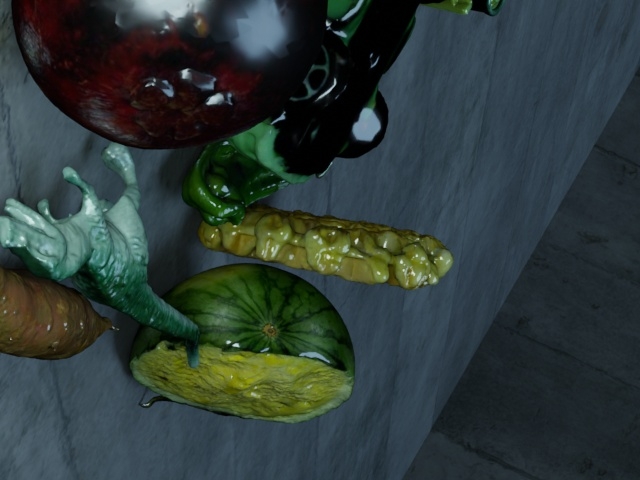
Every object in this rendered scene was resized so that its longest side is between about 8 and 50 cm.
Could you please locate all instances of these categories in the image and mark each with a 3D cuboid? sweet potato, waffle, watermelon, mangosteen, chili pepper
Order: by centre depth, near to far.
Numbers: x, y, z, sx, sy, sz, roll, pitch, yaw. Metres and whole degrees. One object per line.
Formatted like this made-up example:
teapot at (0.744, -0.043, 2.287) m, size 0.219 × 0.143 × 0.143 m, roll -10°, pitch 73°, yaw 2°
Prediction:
mangosteen at (-0.095, -0.156, 1.123) m, size 0.210 × 0.210 × 0.210 m, roll -58°, pitch 164°, yaw -26°
sweet potato at (-0.202, 0.059, 1.317) m, size 0.066 × 0.072 × 0.314 m, roll -37°, pitch 165°, yaw 4°
chili pepper at (-0.051, -0.076, 1.607) m, size 0.074 × 0.100 × 0.257 m, roll -23°, pitch -172°, yaw 37°
watermelon at (-0.069, 0.089, 1.645) m, size 0.232 × 0.204 × 0.127 m, roll 93°, pitch 1°, yaw -69°
waffle at (0.000, 0.001, 1.720) m, size 0.253 × 0.249 × 0.056 m, roll -152°, pitch -108°, yaw -74°

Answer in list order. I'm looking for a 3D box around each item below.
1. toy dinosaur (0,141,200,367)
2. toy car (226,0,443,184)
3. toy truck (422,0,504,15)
toy dinosaur at (-0.146, 0.001, 1.374) m, size 0.383 × 0.076 × 0.129 m, roll 32°, pitch 53°, yaw -66°
toy car at (0.015, -0.228, 1.437) m, size 0.358 × 0.176 × 0.213 m, roll -61°, pitch 165°, yaw 1°
toy truck at (0.160, -0.354, 1.835) m, size 0.259 × 0.128 × 0.135 m, roll -55°, pitch 149°, yaw -34°
